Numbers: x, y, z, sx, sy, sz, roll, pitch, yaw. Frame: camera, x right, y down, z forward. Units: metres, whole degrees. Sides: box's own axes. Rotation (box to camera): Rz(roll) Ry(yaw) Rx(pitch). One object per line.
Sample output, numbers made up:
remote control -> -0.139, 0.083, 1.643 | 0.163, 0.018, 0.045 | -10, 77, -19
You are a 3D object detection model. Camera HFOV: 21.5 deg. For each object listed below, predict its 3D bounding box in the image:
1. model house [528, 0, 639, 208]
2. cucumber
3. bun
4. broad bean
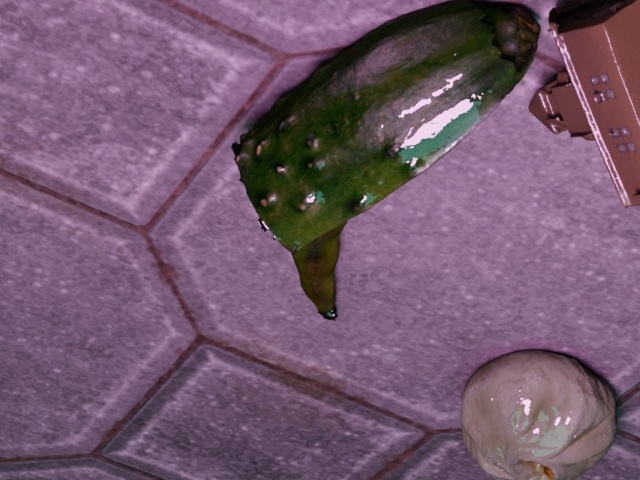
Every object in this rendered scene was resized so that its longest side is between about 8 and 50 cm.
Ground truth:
model house -> 0.274, -0.142, 1.550 | 0.248, 0.176, 0.181 | -1, 115, 65
cucumber -> 0.054, -0.123, 1.591 | 0.325, 0.145, 0.105 | -30, 122, 30
bun -> 0.256, 0.220, 1.996 | 0.195, 0.118, 0.195 | 6, 138, 5
broad bean -> -0.001, 0.000, 1.823 | 0.060, 0.043, 0.297 | 1, 142, -4
